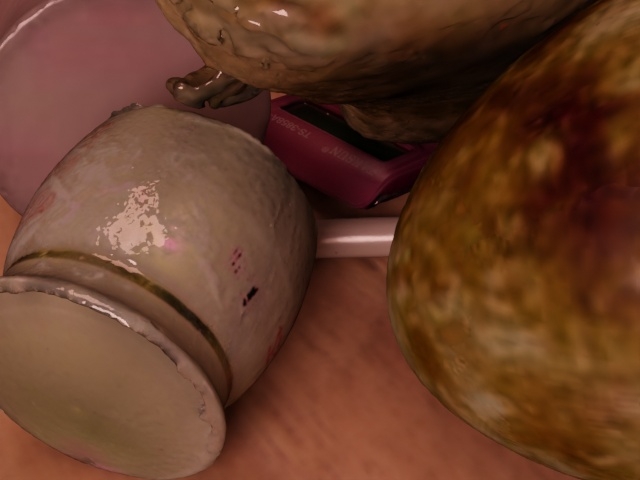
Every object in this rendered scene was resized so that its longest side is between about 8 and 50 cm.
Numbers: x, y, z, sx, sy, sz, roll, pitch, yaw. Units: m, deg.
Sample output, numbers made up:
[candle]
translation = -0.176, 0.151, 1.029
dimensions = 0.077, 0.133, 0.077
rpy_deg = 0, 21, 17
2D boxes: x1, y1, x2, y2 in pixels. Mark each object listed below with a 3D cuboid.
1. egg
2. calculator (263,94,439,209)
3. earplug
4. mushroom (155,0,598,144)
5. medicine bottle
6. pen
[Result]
[egg]
translation = 0.170, -0.002, 0.518
dimensions = 0.289, 0.238, 0.238
rpy_deg = -11, 40, 18
[calculator]
translation = 0.050, -0.084, 0.777
dimensions = 0.126, 0.034, 0.190
rpy_deg = 29, 48, 35
[earplug]
translation = -0.153, -0.146, 0.797
dimensions = 0.172, 0.172, 0.301
rpy_deg = -16, 35, -9
[mushroom]
translation = 0.046, -0.119, 0.594
dimensions = 0.247, 0.344, 0.130
rpy_deg = -35, 77, 6
[medicine bottle]
translation = -0.087, 0.027, 0.588
dimensions = 0.147, 0.147, 0.143
rpy_deg = 10, 48, 18
[pen]
translation = 0.000, 0.000, 0.696
dimensions = 0.218, 0.026, 0.026
rpy_deg = -2, 42, 7
